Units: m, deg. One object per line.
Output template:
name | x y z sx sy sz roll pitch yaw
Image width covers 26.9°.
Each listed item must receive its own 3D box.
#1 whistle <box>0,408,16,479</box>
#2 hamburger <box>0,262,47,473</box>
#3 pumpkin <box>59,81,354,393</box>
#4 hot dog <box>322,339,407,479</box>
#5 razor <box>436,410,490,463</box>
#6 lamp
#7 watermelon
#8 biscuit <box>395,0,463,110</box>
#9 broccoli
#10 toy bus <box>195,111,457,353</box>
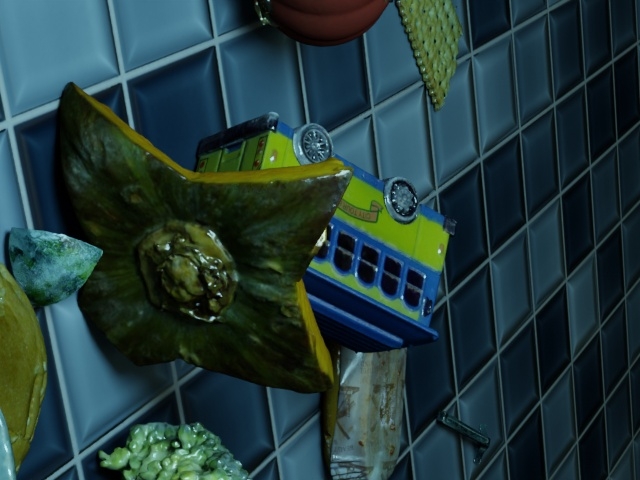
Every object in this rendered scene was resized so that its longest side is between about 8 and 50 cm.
whistle | -0.386 0.162 0.795 0.405 0.188 0.168 6 79 -54
hamburger | -0.311 0.128 1.015 0.211 0.132 0.309 42 56 -51
pumpkin | -0.117 0.008 1.248 0.095 0.290 0.258 -57 157 -61
hot dog | 0.055 0.185 1.714 0.144 0.075 0.268 9 89 -55
razor | 0.226 0.293 2.063 0.190 0.033 0.066 38 60 -55
lamp | 0.007 -0.322 1.430 0.227 0.227 0.227 -11 103 -59
watermelon | -0.248 0.011 1.206 0.061 0.085 0.085 -119 -163 -66
biscuit | 0.160 -0.305 1.897 0.144 0.016 0.203 -64 143 -33
broccoli | -0.155 0.314 1.264 0.243 0.263 0.247 -16 142 -30
toy bus | 0.000 0.000 1.434 0.287 0.138 0.175 28 62 -34
